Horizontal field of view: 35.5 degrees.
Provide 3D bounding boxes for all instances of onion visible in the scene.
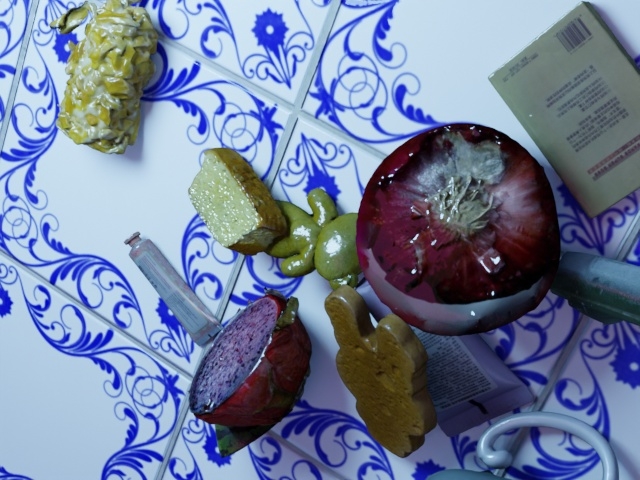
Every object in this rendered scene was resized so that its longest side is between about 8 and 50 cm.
[{"bbox_3d":[0.179,-0.010,1.304,0.272,0.195,0.272,0,89,3],"label":"onion"}]

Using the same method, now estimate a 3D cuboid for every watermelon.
[{"bbox_3d":[-0.123,0.290,1.587,0.125,0.135,0.094,25,150,17],"label":"watermelon"}]

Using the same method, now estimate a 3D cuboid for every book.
[{"bbox_3d":[0.339,-0.163,1.260,0.161,0.026,0.231,-37,85,31],"label":"book"}]

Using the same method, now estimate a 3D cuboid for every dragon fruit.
[{"bbox_3d":[-0.077,0.201,1.499,0.148,0.218,0.223,38,80,-19],"label":"dragon fruit"}]

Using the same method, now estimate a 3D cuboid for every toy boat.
[{"bbox_3d":[0.420,0.084,1.258,0.261,0.078,0.085,18,135,24],"label":"toy boat"}]

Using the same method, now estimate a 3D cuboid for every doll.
[{"bbox_3d":[0.000,0.000,1.457,0.209,0.097,0.137,21,83,39],"label":"doll"}]

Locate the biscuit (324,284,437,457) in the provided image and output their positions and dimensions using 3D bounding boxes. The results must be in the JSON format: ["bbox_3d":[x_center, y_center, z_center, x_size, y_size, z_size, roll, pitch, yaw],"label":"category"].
[{"bbox_3d":[0.089,0.191,1.406,0.186,0.044,0.295,35,148,37],"label":"biscuit"}]

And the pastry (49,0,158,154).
[{"bbox_3d":[-0.333,-0.263,1.537,0.154,0.102,0.250,24,115,17],"label":"pastry"}]

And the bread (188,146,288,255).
[{"bbox_3d":[-0.126,-0.054,1.479,0.103,0.065,0.187,-49,60,28],"label":"bread"}]

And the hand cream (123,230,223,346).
[{"bbox_3d":[-0.241,0.075,1.618,0.067,0.043,0.209,-38,90,32],"label":"hand cream"}]

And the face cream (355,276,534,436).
[{"bbox_3d":[0.164,0.149,1.407,0.154,0.096,0.274,-32,101,27],"label":"face cream"}]

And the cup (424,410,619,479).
[{"bbox_3d":[0.259,0.401,1.346,0.275,0.259,0.356,10,77,25],"label":"cup"}]
